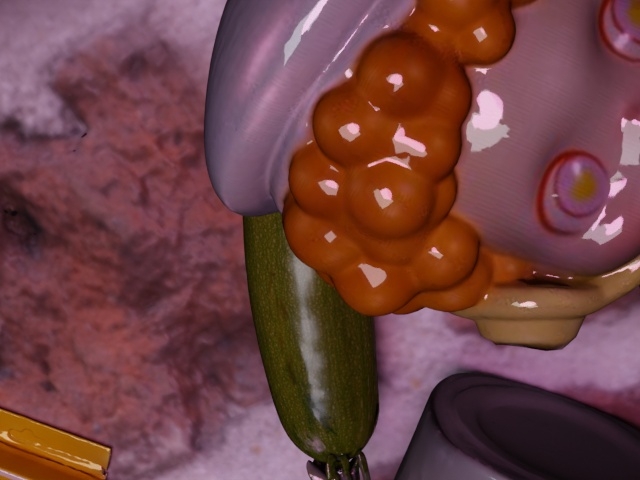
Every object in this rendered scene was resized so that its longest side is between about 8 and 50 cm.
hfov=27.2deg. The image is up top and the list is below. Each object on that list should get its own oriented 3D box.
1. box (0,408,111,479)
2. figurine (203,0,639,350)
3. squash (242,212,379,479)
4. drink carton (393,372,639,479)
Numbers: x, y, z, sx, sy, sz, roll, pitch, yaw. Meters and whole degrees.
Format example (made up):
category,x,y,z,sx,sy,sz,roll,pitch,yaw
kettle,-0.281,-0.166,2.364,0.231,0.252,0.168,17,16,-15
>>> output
category,x,y,z,sx,sy,sz,roll,pitch,yaw
box,-0.226,0.231,0.928,0.129,0.033,0.247,18,117,9
figurine,0.120,-0.024,0.611,0.381,0.205,0.225,38,84,-21
squash,-0.003,-0.001,0.738,0.080,0.071,0.319,4,108,10
drink carton,0.091,0.186,0.742,0.185,0.191,0.190,19,107,9
